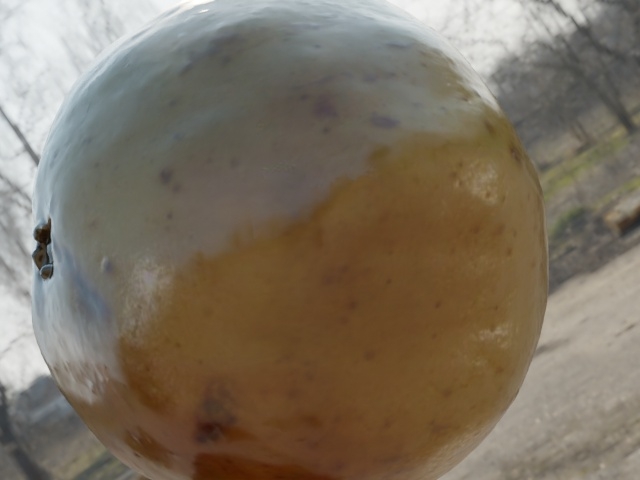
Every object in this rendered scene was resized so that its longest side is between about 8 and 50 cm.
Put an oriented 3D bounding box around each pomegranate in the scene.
[{"bbox_3d":[0.000,0.000,0.840,0.410,0.410,0.410,-33,-1,-1],"label":"pomegranate"}]
